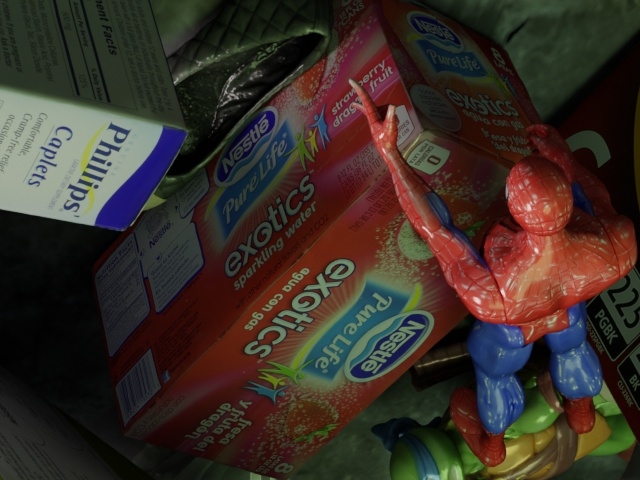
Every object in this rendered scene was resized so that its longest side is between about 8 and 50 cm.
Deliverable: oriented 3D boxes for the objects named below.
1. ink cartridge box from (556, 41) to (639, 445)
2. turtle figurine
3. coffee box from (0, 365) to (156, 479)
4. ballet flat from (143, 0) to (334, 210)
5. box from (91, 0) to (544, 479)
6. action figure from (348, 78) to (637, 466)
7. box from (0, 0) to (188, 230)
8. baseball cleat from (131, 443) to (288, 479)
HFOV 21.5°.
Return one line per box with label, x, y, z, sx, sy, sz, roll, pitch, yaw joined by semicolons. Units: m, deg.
ink cartridge box;0.275;0.001;0.877;0.130;0.309;0.272;21;122;-38
turtle figurine;0.197;0.150;1.079;0.266;0.275;0.198;-23;112;-30
coffee box;-0.199;0.268;0.864;0.337;0.338;0.334;-50;124;-4
ballet flat;-0.059;-0.073;0.872;0.057;0.049;0.173;28;121;-30
box;0.000;0.000;0.917;0.123;0.128;0.257;21;125;-37
action figure;0.085;0.004;0.800;0.091;0.139;0.280;-22;159;-5
box;-0.146;-0.079;0.776;0.137;0.126;0.072;11;130;-30
baseball cleat;-0.036;0.131;1.108;0.206;0.072;0.109;-29;146;27
